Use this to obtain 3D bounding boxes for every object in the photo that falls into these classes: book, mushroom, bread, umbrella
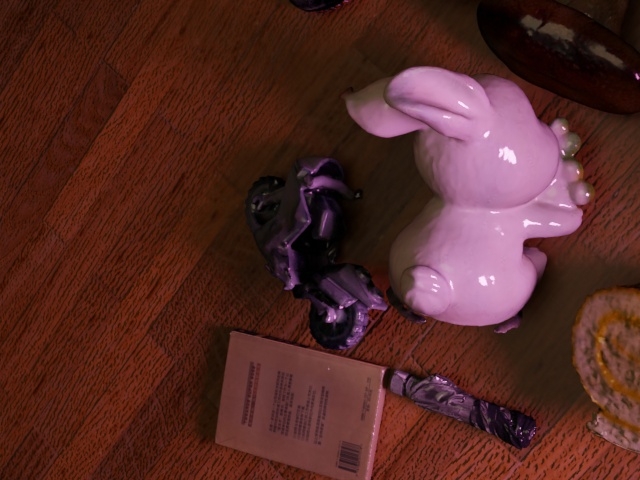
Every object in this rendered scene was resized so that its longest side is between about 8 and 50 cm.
[{"bbox_3d":[-0.028,0.218,1.415,0.230,0.026,0.161,11,95,26],"label":"book"},{"bbox_3d":[0.309,-0.267,1.202,0.227,0.148,0.218,29,85,13],"label":"mushroom"},{"bbox_3d":[0.391,0.142,1.125,0.257,0.124,0.186,23,116,44],"label":"bread"},{"bbox_3d":[0.172,0.197,1.307,0.188,0.046,0.050,20,96,30],"label":"umbrella"}]

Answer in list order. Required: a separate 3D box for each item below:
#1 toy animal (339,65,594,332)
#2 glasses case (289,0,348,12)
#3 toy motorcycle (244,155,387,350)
[{"bbox_3d":[0.159,-0.059,1.208,0.183,0.247,0.310,37,131,49],"label":"toy animal"},{"bbox_3d":[-0.017,-0.423,1.376,0.103,0.067,0.267,-13,86,27],"label":"glasses case"},{"bbox_3d":[0.000,0.000,1.347,0.159,0.106,0.270,-49,55,23],"label":"toy motorcycle"}]
